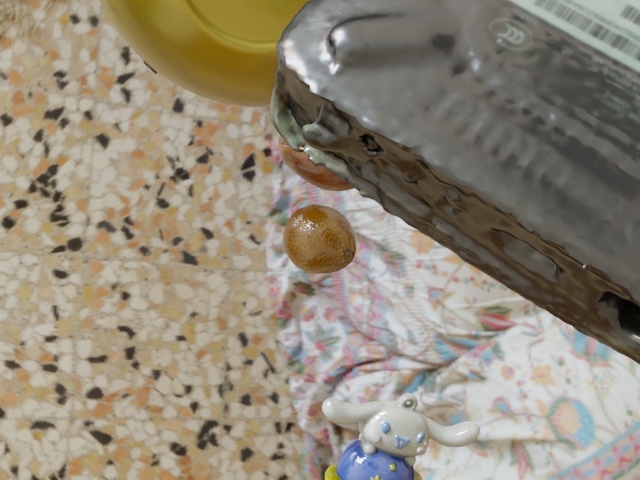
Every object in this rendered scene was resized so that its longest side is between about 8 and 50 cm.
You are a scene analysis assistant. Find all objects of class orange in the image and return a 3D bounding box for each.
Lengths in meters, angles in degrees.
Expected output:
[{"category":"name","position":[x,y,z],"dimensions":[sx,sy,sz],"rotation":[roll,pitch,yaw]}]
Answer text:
[{"category":"orange","position":[0.000,0.000,0.960],"dimensions":[0.085,0.085,0.085],"rotation":[2,86,-27]}]

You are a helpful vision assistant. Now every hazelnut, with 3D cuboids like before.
[{"category":"hazelnut","position":[0.008,-0.079,0.709],"dimensions":[0.086,0.086,0.086],"rotation":[2,86,-27]}]

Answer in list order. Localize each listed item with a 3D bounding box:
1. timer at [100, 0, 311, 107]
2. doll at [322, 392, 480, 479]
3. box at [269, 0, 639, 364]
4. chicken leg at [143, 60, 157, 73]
[{"category":"timer","position":[-0.061,-0.322,0.906],"dimensions":[0.376,0.387,0.376],"rotation":[-3,119,-6]},{"category":"doll","position":[0.149,0.409,1.740],"dimensions":[0.311,0.159,0.243],"rotation":[-1,92,-9]},{"category":"box","position":[0.187,-0.122,0.584],"dimensions":[0.359,0.091,0.350],"rotation":[34,66,13]},{"category":"chicken leg","position":[-0.221,-0.251,1.149],"dimensions":[0.036,0.021,0.083],"rotation":[-82,163,-45]}]
